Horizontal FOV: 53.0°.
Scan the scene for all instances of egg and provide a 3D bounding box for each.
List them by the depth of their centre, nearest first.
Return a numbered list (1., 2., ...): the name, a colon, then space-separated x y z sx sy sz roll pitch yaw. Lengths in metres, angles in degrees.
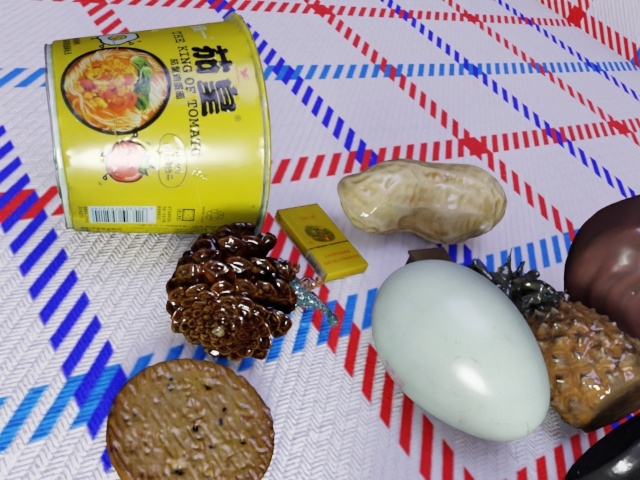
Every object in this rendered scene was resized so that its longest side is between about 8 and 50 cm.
1. egg: 0.180 0.140 0.830 0.183 0.183 0.264 -25 64 -44

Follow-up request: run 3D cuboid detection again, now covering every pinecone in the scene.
1. pinecone: -0.105 0.052 0.809 0.162 0.163 0.165 17 41 -8

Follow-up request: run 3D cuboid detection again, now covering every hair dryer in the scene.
1. hair dryer: 0.491 0.353 0.838 0.320 0.156 0.284 47 22 10

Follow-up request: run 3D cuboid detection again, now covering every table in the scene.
1. table: 0.167 0.070 0.987 0.070 0.082 0.083 -4 45 -30

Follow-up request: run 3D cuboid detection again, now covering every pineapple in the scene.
1. pineapple: 0.329 0.120 0.963 0.169 0.169 0.340 -5 39 -31

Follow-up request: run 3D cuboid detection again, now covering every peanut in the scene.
1. peanut: 0.176 -0.065 1.112 0.325 0.140 0.153 -1 60 -25

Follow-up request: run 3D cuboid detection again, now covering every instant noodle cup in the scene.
1. instant noodle cup: -0.229 -0.146 0.885 0.254 0.326 0.326 -7 46 -18

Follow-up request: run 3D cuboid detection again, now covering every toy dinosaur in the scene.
1. toy dinosaur: -0.029 0.071 0.914 0.154 0.049 0.055 37 37 25

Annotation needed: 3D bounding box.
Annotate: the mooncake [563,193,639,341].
1. mooncake: 0.563 0.082 0.995 0.326 0.333 0.174 60 36 -18

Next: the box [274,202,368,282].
1. box: 0.000 0.000 1.037 0.086 0.023 0.155 -14 51 -34

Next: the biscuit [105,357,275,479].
1. biscuit: -0.142 0.211 0.711 0.187 0.027 0.188 15 39 -12
